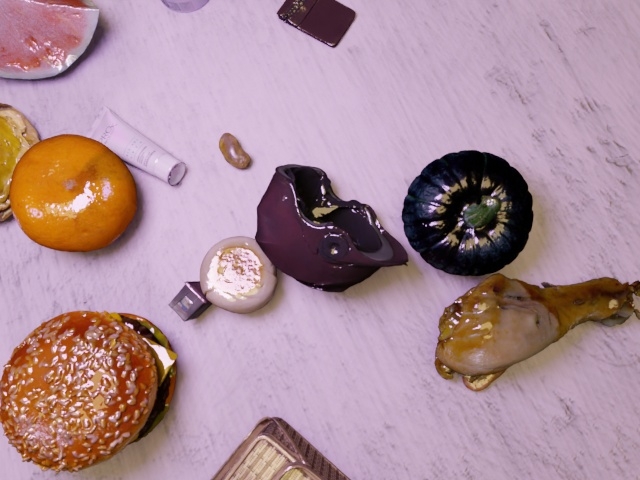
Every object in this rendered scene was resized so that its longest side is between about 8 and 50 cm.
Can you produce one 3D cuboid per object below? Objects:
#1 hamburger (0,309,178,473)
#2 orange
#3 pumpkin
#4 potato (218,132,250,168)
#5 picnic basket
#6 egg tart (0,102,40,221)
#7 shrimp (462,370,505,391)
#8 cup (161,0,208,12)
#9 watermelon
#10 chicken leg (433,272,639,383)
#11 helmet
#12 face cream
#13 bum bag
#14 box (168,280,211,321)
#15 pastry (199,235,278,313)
[{"bbox_3d":[-0.412,0.264,0.878,0.290,0.225,0.292,0,78,0],"label":"hamburger"},{"bbox_3d":[-0.487,-0.091,0.965,0.239,0.171,0.241,1,78,-6],"label":"orange"},{"bbox_3d":[0.279,-0.051,0.904,0.247,0.248,0.248,0,80,1],"label":"pumpkin"},{"bbox_3d":[-0.188,-0.190,1.039,0.046,0.045,0.092,-32,82,-40],"label":"potato"},{"bbox_3d":[-0.055,0.500,0.852,0.312,0.175,0.228,39,84,8],"label":"picnic basket"},{"bbox_3d":[-0.737,-0.173,1.014,0.294,0.116,0.295,0,79,0],"label":"egg tart"},{"bbox_3d":[0.329,0.254,0.963,0.108,0.023,0.059,-39,73,-5],"label":"shrimp"},{"bbox_3d":[-0.301,-0.594,1.060,0.173,0.142,0.134,38,83,7],"label":"cup"},{"bbox_3d":[-0.613,-0.469,1.040,0.259,0.176,0.256,11,88,-19],"label":"watermelon"},{"bbox_3d":[0.421,0.149,0.928,0.428,0.152,0.202,-11,88,-8],"label":"chicken leg"},{"bbox_3d":[0.000,0.000,0.923,0.305,0.225,0.177,43,111,7],"label":"helmet"},{"bbox_3d":[-0.400,-0.200,1.043,0.243,0.058,0.092,30,87,12],"label":"face cream"},{"bbox_3d":[-0.008,-0.517,1.099,0.159,0.026,0.109,31,82,6],"label":"bum bag"},{"bbox_3d":[-0.256,0.122,0.970,0.060,0.084,0.063,42,92,6],"label":"box"},{"bbox_3d":[-0.161,0.069,0.962,0.156,0.092,0.157,2,68,-6],"label":"pastry"}]
